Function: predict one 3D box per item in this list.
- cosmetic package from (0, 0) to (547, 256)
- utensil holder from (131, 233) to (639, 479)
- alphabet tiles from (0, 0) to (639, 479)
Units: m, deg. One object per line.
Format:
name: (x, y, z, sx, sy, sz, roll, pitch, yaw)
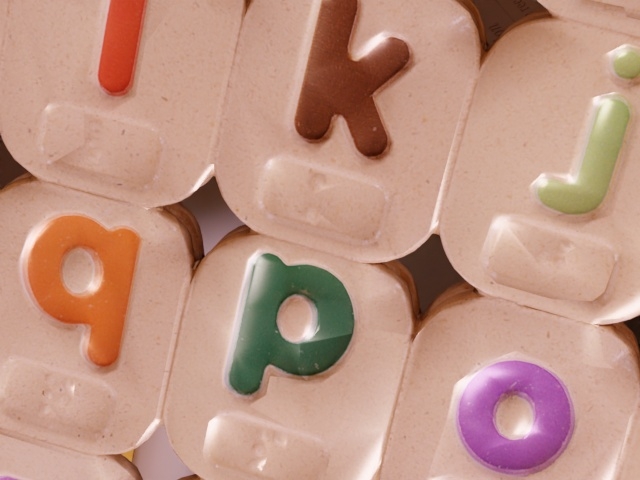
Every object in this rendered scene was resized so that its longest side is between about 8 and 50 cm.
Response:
cosmetic package: (-0.043, -0.058, 0.528, 0.231, 0.085, 0.117, -25, 146, 18)
utensil holder: (0.176, 0.123, 0.687, 0.385, 0.327, 0.327, 13, 138, -41)
alphabet tiles: (0.000, 0.000, 0.454, 0.284, 0.021, 0.278, 15, 110, 7)
